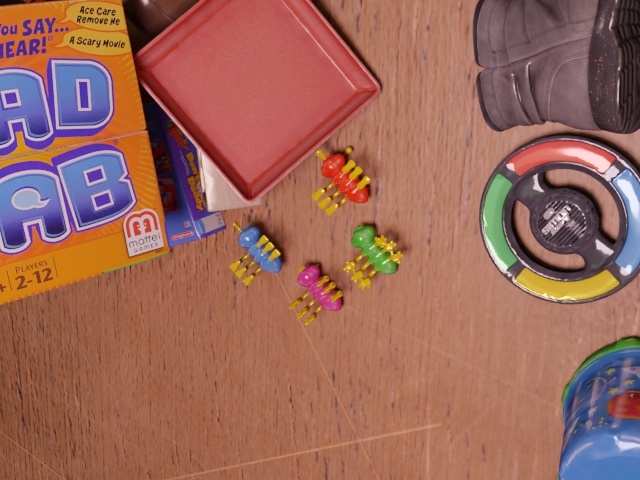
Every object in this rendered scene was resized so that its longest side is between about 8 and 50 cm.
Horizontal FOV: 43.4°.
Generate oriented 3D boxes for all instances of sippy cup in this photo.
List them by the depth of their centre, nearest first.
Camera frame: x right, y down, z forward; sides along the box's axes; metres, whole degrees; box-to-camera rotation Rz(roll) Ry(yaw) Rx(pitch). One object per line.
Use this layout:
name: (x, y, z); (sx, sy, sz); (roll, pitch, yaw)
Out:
sippy cup: (0.400, 0.267, 0.999); (0.240, 0.224, 0.306); (12, 110, 26)

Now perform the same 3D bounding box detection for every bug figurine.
bug figurine: (0.000, 0.000, 1.232); (0.279, 0.072, 0.216); (-38, 91, 27)

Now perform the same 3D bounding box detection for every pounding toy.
pounding toy: (-0.148, -0.165, 1.250); (0.094, 0.181, 0.206); (-8, 103, -10)

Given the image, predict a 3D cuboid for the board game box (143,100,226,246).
board game box: (-0.352, -0.087, 1.397); (0.347, 0.078, 0.233); (-13, 98, 31)

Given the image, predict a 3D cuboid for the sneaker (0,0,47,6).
sneaker: (-0.534, -0.275, 1.416); (0.180, 0.124, 0.321); (29, 116, 20)

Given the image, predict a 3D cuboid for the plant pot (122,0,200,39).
plant pot: (-0.206, -0.403, 1.186); (0.165, 0.167, 0.167); (-28, 89, 25)

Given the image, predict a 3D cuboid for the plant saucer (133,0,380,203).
plant saucer: (-0.091, -0.228, 1.139); (0.258, 0.048, 0.259); (-42, 96, -6)

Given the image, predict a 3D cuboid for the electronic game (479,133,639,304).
electronic game: (0.322, -0.026, 1.061); (0.229, 0.048, 0.229); (9, 108, 27)

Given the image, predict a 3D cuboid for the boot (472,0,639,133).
boot: (0.278, -0.293, 0.954); (0.222, 0.118, 0.338); (15, 107, 47)

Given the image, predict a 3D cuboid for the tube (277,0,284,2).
tube: (-0.041, -0.395, 1.155); (0.240, 0.062, 0.070); (-33, 44, 37)

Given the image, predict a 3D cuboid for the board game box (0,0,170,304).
board game box: (-0.477, -0.125, 1.125); (0.356, 0.356, 0.356); (10, 114, 52)
